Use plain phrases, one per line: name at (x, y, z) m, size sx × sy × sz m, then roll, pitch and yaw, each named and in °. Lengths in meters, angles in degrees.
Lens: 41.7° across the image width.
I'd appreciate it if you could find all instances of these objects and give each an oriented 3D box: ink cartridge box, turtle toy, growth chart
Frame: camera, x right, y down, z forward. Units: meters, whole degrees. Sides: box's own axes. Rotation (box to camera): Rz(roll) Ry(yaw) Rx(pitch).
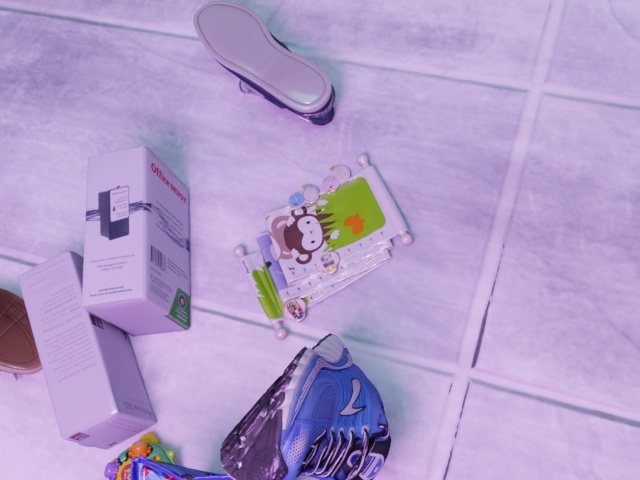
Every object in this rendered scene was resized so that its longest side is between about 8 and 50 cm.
ink cartridge box at (-0.235, 0.004, 1.096) m, size 0.086 × 0.153 × 0.208 m, roll -8°, pitch 67°, yaw 11°
turtle toy at (-0.233, 0.299, 1.030) m, size 0.130 × 0.066 × 0.095 m, roll -39°, pitch 66°, yaw -3°
growth chart at (0.000, 0.000, 1.114) m, size 0.237 × 0.021 × 0.172 m, roll -35°, pitch 65°, yaw -2°

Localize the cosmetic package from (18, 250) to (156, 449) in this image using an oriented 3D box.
cosmetic package at (-0.299, 0.141, 1.079) m, size 0.085 × 0.117 × 0.231 m, roll -27°, pitch 67°, yaw 3°

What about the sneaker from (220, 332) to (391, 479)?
sneaker at (0.009, 0.194, 0.884) m, size 0.147 × 0.330 × 0.130 m, roll 42°, pitch 104°, yaw 9°

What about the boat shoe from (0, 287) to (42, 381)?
boat shoe at (-0.483, 0.117, 1.157) m, size 0.285 × 0.089 × 0.104 m, roll 23°, pitch 51°, yaw 17°

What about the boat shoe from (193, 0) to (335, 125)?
boat shoe at (-0.078, -0.251, 1.193) m, size 0.254 × 0.079 × 0.095 m, roll 35°, pitch 78°, yaw 20°

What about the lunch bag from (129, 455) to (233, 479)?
lunch bag at (-0.130, 0.395, 0.886) m, size 0.138 × 0.221 × 0.293 m, roll 5°, pitch 71°, yaw 15°
